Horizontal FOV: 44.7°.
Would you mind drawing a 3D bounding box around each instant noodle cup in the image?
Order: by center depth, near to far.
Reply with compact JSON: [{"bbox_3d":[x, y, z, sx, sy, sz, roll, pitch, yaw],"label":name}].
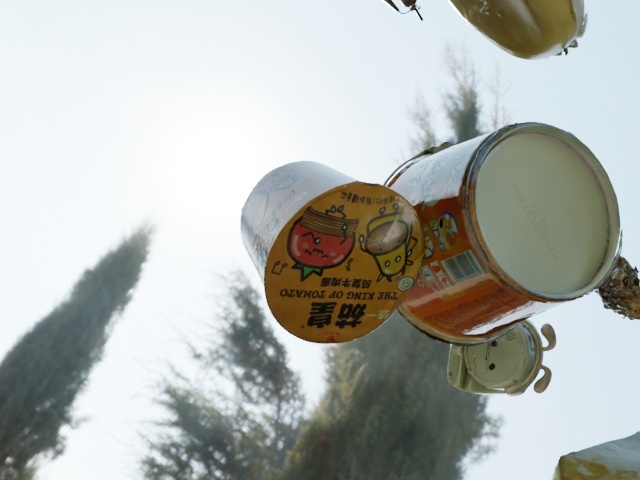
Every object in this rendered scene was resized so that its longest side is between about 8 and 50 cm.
[{"bbox_3d":[0.000,0.000,0.996,0.172,0.215,0.216,44,-18,55],"label":"instant noodle cup"},{"bbox_3d":[0.238,-0.013,1.029,0.296,0.296,0.214,44,-23,-8],"label":"instant noodle cup"}]

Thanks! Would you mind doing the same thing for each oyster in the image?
[{"bbox_3d":[0.464,0.075,1.231,0.148,0.051,0.103,-133,-151,-60],"label":"oyster"}]

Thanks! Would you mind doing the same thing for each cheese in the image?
[{"bbox_3d":[0.288,-0.410,1.213,0.316,0.128,0.259,45,-4,-14],"label":"cheese"}]

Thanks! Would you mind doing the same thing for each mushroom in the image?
[{"bbox_3d":[0.404,0.259,0.864,0.333,0.107,0.087,6,-62,-9],"label":"mushroom"}]

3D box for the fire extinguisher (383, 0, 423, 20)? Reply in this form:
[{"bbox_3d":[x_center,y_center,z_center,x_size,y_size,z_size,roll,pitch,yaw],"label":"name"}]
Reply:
[{"bbox_3d":[0.120,-0.370,1.184,0.032,0.046,0.100,79,-7,-53],"label":"fire extinguisher"}]

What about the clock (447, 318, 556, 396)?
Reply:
[{"bbox_3d":[0.323,0.200,1.382,0.191,0.152,0.062,-1,-17,42],"label":"clock"}]
